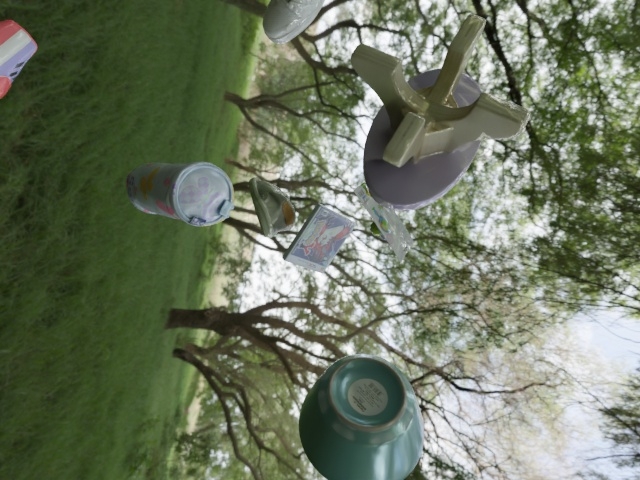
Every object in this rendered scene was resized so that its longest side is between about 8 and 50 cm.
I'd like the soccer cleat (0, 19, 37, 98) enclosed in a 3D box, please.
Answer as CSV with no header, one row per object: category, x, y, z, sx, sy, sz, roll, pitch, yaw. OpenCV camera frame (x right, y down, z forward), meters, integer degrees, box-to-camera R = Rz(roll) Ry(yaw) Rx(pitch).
soccer cleat,-0.358,-0.187,0.388,0.095,0.248,0.083,-48,149,-21

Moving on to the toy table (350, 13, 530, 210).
toy table,0.164,-0.192,0.627,0.161,0.252,0.274,74,34,-72

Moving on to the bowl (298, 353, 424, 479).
bowl,0.103,0.394,0.980,0.311,0.312,0.163,-101,-170,-49

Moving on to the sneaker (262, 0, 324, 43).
sneaker,-0.043,-0.518,0.779,0.292,0.169,0.108,-41,-102,26

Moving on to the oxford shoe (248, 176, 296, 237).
oxford shoe,-0.174,-0.129,1.473,0.449,0.130,0.169,-128,-160,-66

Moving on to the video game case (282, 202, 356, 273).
video game case,0.000,0.000,1.288,0.023,0.183,0.201,42,-77,42

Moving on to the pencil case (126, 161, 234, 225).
pencil case,-0.280,-0.096,0.813,0.273,0.124,0.113,12,-92,46

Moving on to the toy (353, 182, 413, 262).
toy,0.169,-0.058,1.176,0.056,0.237,0.137,-23,-167,37
